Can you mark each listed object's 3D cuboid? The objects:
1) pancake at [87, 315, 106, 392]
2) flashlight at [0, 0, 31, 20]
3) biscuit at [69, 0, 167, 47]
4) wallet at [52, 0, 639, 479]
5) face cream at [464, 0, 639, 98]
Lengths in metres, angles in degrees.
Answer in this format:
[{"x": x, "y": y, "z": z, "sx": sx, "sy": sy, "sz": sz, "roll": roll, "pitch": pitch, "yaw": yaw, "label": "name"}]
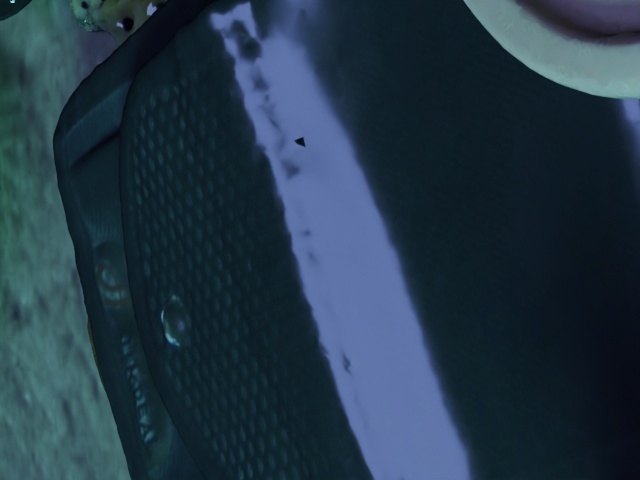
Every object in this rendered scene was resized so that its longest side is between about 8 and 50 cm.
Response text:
[{"x": -0.078, "y": 0.026, "z": 0.761, "sx": 0.115, "sy": 0.011, "sz": 0.115, "roll": 7, "pitch": 99, "yaw": 55, "label": "pancake"}, {"x": -0.250, "y": -0.248, "z": 0.899, "sx": 0.424, "sy": 0.103, "sz": 0.103, "roll": 53, "pitch": 135, "yaw": 37, "label": "flashlight"}, {"x": -0.080, "y": -0.163, "z": 0.731, "sx": 0.144, "sy": 0.016, "sz": 0.203, "roll": -9, "pitch": 87, "yaw": 55, "label": "biscuit"}, {"x": 0.000, "y": 0.000, "z": 0.609, "sx": 0.323, "sy": 0.041, "sz": 0.247, "roll": -29, "pitch": 75, "yaw": 48, "label": "wallet"}, {"x": 0.103, "y": -0.107, "z": 0.391, "sx": 0.149, "sy": 0.104, "sz": 0.149, "roll": 12, "pitch": 105, "yaw": 55, "label": "face cream"}]
